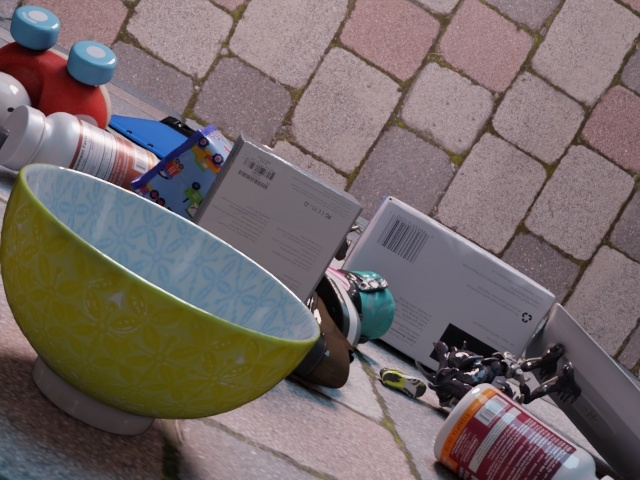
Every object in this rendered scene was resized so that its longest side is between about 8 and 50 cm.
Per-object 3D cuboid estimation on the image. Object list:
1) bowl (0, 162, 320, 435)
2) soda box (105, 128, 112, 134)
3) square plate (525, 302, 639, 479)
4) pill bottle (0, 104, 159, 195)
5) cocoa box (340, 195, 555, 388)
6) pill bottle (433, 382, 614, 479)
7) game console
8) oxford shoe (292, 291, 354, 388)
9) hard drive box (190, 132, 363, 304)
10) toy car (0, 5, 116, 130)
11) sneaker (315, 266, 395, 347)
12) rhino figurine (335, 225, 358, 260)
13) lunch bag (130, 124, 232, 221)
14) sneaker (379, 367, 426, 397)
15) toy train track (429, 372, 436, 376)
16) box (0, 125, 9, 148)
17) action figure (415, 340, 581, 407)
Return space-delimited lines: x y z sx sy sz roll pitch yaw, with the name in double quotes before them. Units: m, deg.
"bowl" -0.160 0.071 0.833 0.289 0.156 0.289 30 8 -5
"soda box" -0.438 -0.191 1.786 0.071 0.067 0.210 23 12 -45
"square plate" 0.487 0.291 1.690 0.344 0.049 0.347 50 -10 16
"pill bottle" -0.353 -0.112 1.405 0.216 0.121 0.121 25 10 -38
"cocoa box" 0.211 0.098 1.781 0.347 0.231 0.228 31 5 0
"pill bottle" 0.260 0.285 1.194 0.221 0.121 0.121 35 9 27
"game console" -0.259 -0.116 1.825 0.173 0.250 0.293 -31 46 -30
"oxford shoe" -0.005 0.140 1.316 0.096 0.083 0.227 36 15 -17
"hard drive box" -0.083 0.005 1.270 0.181 0.232 0.089 30 7 -13
"toy car" -0.462 -0.199 1.472 0.210 0.219 0.238 32 37 7
"sneaker" 0.044 0.114 1.510 0.178 0.124 0.295 17 12 -24
"rhino figurine" 0.000 0.000 1.731 0.073 0.106 0.243 13 6 30
"lunch bag" -0.132 -0.065 1.473 0.221 0.138 0.293 53 14 -7
"sneaker" 0.126 0.213 1.478 0.083 0.031 0.035 27 8 -25
"toy train track" 0.212 0.246 1.662 0.048 0.014 0.083 27 8 -26
"box" -0.602 -0.197 1.100 0.318 0.097 0.395 36 9 18
"action figure" 0.271 0.236 1.533 0.275 0.141 0.164 -1 30 -22
